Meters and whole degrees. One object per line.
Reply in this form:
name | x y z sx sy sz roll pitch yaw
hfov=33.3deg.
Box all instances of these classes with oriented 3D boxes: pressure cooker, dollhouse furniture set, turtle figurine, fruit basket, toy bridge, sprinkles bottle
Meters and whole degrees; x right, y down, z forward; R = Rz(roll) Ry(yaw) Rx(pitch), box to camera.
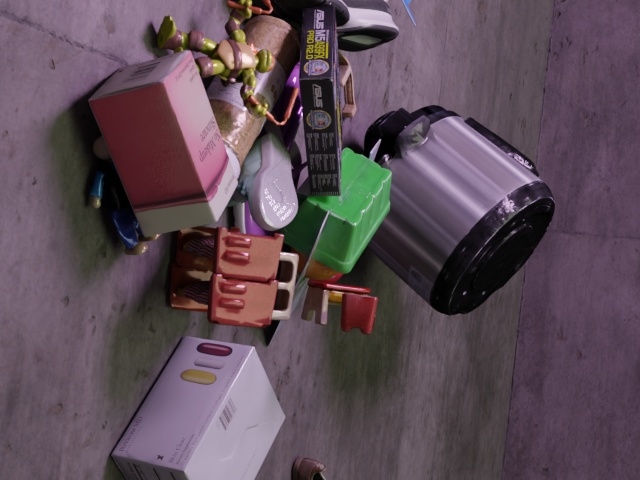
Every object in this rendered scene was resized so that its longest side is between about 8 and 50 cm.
pressure cooker | 0.251 -0.090 2.349 0.375 0.420 0.370 -12 138 -52
dollhouse furniture set | -0.052 0.066 1.816 0.374 0.201 0.152 7 91 -30
turtle figurine | -0.158 -0.312 1.761 0.217 0.087 0.269 2 71 -36
fruit basket | 0.000 0.000 2.123 0.327 0.165 0.353 -55 177 -43
toy bridge | 0.046 -0.356 2.304 0.188 0.026 0.063 69 34 -41
sprinkles bottle | -0.144 -0.233 1.846 0.355 0.121 0.121 -66 148 -34

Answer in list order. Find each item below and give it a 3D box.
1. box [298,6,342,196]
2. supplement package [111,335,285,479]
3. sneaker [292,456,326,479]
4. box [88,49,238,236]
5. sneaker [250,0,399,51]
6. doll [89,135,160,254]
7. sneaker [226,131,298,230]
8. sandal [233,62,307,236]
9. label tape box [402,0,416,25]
box | 0.004 -0.248 1.929 0.216 0.060 0.270 -88 175 -45
supplement package | -0.199 0.330 1.813 0.262 0.145 0.204 -62 146 -39
sneaker | -0.013 0.553 2.303 0.066 0.071 0.188 -48 135 -50
box | -0.231 -0.146 1.615 0.148 0.127 0.232 -71 146 -60
sneaker | -0.015 -0.525 2.067 0.447 0.169 0.257 0 77 -59
doll | -0.303 -0.076 1.642 0.129 0.046 0.189 -52 133 -45
sneaker | -0.124 -0.070 1.832 0.094 0.151 0.256 48 21 -27
sandal | -0.072 -0.168 2.018 0.169 0.102 0.416 28 71 -61
label tape box | 0.177 -0.671 2.270 0.249 0.115 0.348 49 25 -56
